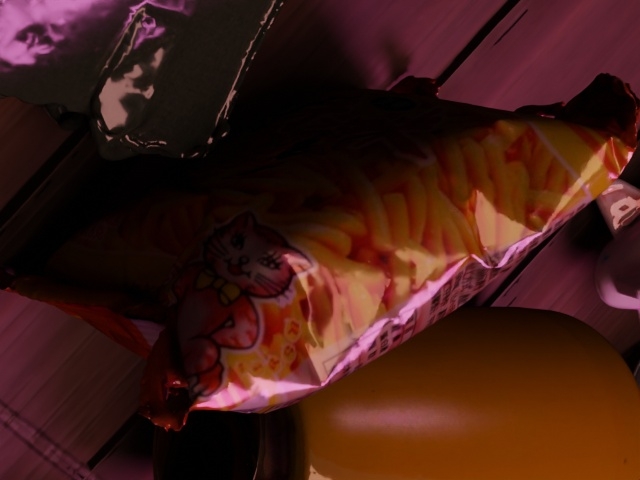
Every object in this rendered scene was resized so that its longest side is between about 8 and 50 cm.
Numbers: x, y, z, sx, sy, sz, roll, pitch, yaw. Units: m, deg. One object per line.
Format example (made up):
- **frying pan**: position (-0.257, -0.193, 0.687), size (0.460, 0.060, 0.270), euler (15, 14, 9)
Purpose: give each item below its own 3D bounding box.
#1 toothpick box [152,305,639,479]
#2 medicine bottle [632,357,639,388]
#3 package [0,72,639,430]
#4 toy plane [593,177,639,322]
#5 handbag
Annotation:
- **toothpick box**: position (0.041, 0.120, 1.102), size (0.271, 0.175, 0.175), euler (5, 112, -39)
- **medicine bottle**: position (0.343, 0.209, 1.368), size (0.245, 0.245, 0.290), euler (-32, 132, -22)
- **package**: position (-0.003, -0.002, 0.959), size (0.288, 0.223, 0.108), euler (-26, 114, -22)
- **toy plane**: position (0.291, -0.013, 1.250), size (0.252, 0.118, 0.252), euler (-1, 94, -10)
- **handbag**: position (-0.102, -0.174, 0.861), size (0.247, 0.079, 0.260), euler (16, 106, -44)
